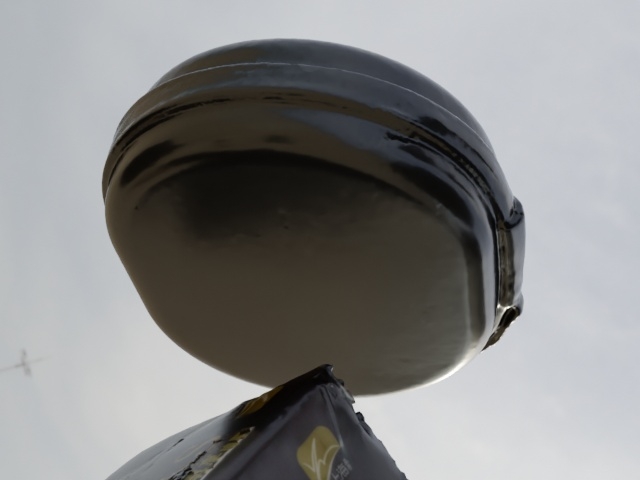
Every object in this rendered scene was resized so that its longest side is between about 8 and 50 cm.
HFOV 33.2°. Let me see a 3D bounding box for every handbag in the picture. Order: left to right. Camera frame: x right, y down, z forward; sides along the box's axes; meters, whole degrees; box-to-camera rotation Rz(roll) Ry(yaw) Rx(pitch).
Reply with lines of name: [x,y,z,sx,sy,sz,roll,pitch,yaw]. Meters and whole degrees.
handbag: [0.000,-0.001,0.677,0.308,0.254,0.093,77,18,-54]

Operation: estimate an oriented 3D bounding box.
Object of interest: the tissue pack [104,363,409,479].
tissue pack: [-0.097,0.247,0.489,0.210,0.370,0.198,-28,-83,38]
